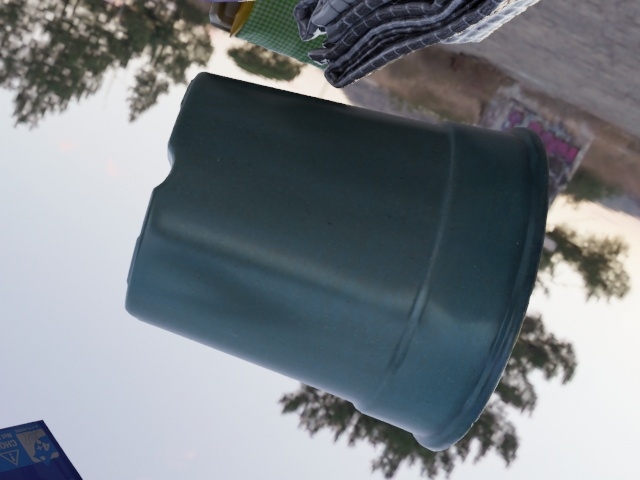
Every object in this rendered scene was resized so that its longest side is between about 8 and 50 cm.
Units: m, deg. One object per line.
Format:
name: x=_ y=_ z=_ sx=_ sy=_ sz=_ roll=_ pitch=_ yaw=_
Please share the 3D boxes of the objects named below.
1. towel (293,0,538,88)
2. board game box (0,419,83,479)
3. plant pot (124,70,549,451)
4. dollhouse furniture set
towel: x=0.134 y=-0.245 z=0.805 sx=0.284 sy=0.235 sz=0.121 roll=-22 pitch=100 yaw=57
board game box: x=-0.186 y=0.233 z=0.364 sx=0.319 sy=0.066 sz=0.318 roll=-5 pitch=-139 yaw=-50
plant pot: x=0.000 y=0.000 z=0.902 sx=0.334 sy=0.341 sz=0.341 roll=17 pitch=-167 yaw=-6
dollhouse furniture set: x=0.012 y=-0.353 z=1.015 sx=0.198 sy=0.301 sz=0.151 roll=16 pitch=-176 yaw=-20
